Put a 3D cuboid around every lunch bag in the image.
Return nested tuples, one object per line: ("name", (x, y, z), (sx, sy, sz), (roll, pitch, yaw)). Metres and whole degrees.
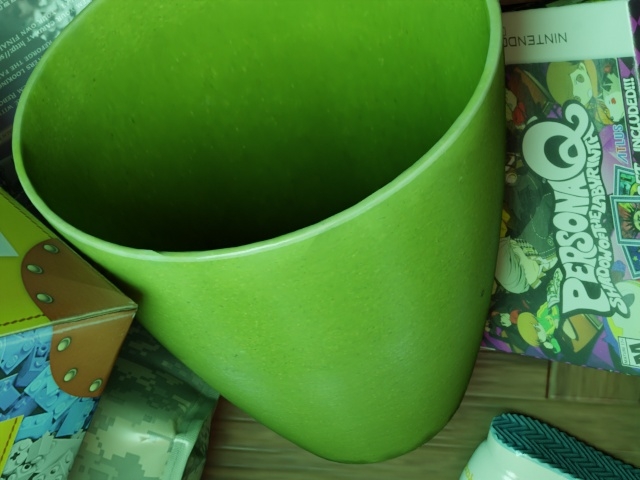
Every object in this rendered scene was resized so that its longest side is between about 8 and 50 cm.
("lunch bag", (-0.211, 0.180, 0.951), (0.235, 0.169, 0.287), (20, 112, 1))

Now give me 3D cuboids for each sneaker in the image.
("sneaker", (0.205, 0.215, 0.979), (0.228, 0.087, 0.092), (29, 111, 5))

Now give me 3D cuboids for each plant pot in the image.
("plant pot", (0.000, 0.000, 0.843), (0.274, 0.275, 0.293), (-14, 136, 8))

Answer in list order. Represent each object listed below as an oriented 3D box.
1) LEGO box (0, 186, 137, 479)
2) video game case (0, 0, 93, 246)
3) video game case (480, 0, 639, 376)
("LEGO box", (-0.389, 0.056, 0.786), (0.500, 0.193, 0.372), (38, 118, 25))
("video game case", (-0.188, -0.090, 0.964), (0.196, 0.026, 0.274), (-31, 100, 11))
("video game case", (0.144, -0.035, 0.871), (0.041, 0.210, 0.232), (-19, 105, -33))
